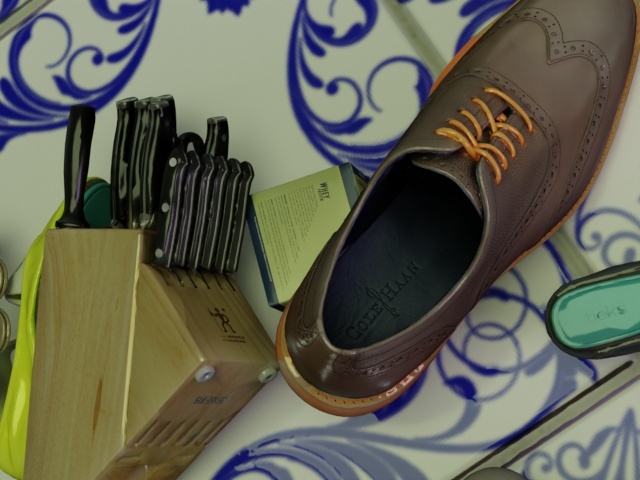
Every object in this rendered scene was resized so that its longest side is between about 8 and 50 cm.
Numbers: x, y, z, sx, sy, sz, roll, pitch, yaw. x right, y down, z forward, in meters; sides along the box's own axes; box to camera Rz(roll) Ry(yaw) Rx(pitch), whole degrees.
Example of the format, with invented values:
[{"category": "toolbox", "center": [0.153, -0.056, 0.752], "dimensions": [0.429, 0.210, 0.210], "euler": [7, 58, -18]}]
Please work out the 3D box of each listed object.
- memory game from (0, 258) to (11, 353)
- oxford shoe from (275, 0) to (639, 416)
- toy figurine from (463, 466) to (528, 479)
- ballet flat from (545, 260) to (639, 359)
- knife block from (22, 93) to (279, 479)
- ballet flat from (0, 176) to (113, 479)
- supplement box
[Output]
[{"category": "memory game", "center": [-0.297, 0.064, 1.124], "dimensions": [0.186, 0.012, 0.186], "euler": [-6, 80, 35]}, {"category": "oxford shoe", "center": [0.108, -0.045, 0.961], "dimensions": [0.130, 0.133, 0.364], "euler": [33, 75, 5]}, {"category": "toy figurine", "center": [0.066, 0.247, 0.909], "dimensions": [0.209, 0.213, 0.148], "euler": [-33, 85, 13]}, {"category": "ballet flat", "center": [0.247, 0.033, 0.968], "dimensions": [0.203, 0.074, 0.074], "euler": [-13, 77, 13]}, {"category": "knife block", "center": [-0.147, 0.038, 1.053], "dimensions": [0.276, 0.088, 0.242], "euler": [-48, 59, 23]}, {"category": "ballet flat", "center": [-0.202, 0.065, 1.097], "dimensions": [0.077, 0.077, 0.231], "euler": [3, 83, 34]}, {"category": "supplement box", "center": [0.000, 0.000, 1.053], "dimensions": [0.083, 0.056, 0.083], "euler": [-19, 76, 13]}]
